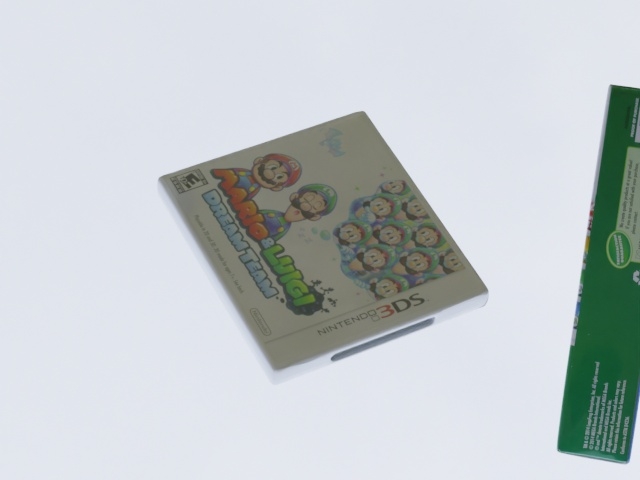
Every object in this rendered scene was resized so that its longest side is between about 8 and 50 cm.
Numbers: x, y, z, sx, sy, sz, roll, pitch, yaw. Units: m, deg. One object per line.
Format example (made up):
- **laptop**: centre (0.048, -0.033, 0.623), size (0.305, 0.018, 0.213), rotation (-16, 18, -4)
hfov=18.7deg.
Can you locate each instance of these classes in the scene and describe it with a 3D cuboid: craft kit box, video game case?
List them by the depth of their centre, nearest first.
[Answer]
- **video game case**: centre (0.000, 0.000, 1.150), size (0.143, 0.019, 0.157), rotation (-20, -124, -21)
- **craft kit box**: centre (0.212, 0.016, 1.386), size (0.061, 0.249, 0.246), rotation (9, -176, 10)
